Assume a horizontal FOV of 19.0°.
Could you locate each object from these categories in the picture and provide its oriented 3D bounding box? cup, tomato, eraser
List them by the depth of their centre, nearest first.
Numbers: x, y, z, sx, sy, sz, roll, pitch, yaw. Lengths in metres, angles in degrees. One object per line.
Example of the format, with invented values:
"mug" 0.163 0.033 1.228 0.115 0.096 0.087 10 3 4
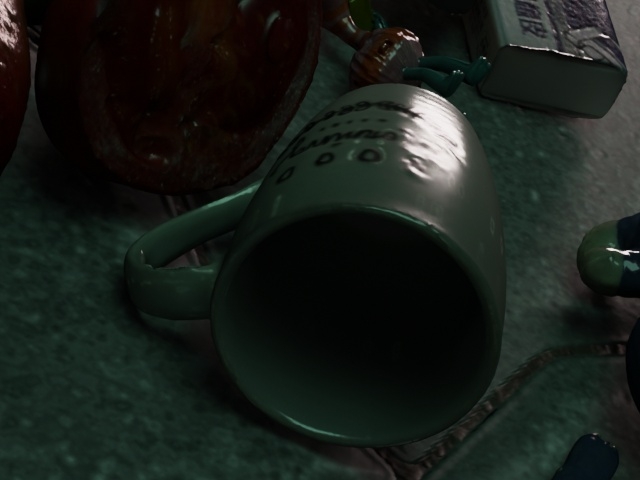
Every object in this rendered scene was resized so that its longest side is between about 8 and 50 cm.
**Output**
"cup" 0.000 0.000 1.308 0.258 0.186 0.234 0 31 8
"tomato" -0.120 -0.142 1.364 0.233 0.200 0.139 -1 18 -45
"eraser" 0.191 -0.207 1.705 0.124 0.068 0.210 9 43 -16

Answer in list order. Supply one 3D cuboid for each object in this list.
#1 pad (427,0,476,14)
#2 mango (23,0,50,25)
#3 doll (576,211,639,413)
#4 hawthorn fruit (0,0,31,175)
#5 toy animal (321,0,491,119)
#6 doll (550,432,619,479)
"pad" 0.025 -0.333 1.695 0.323 0.055 0.250 24 43 10
"mango" -0.232 -0.224 1.409 0.146 0.129 0.289 31 31 27
"doll" 0.307 0.076 1.427 0.228 0.154 0.258 19 47 -19
"hawthorn fruit" -0.290 -0.096 1.142 0.254 0.254 0.300 8 32 -25
"toy animal" 0.048 -0.166 1.566 0.208 0.100 0.103 40 17 25
"doll" 0.178 0.169 1.328 0.037 0.027 0.125 38 37 9
